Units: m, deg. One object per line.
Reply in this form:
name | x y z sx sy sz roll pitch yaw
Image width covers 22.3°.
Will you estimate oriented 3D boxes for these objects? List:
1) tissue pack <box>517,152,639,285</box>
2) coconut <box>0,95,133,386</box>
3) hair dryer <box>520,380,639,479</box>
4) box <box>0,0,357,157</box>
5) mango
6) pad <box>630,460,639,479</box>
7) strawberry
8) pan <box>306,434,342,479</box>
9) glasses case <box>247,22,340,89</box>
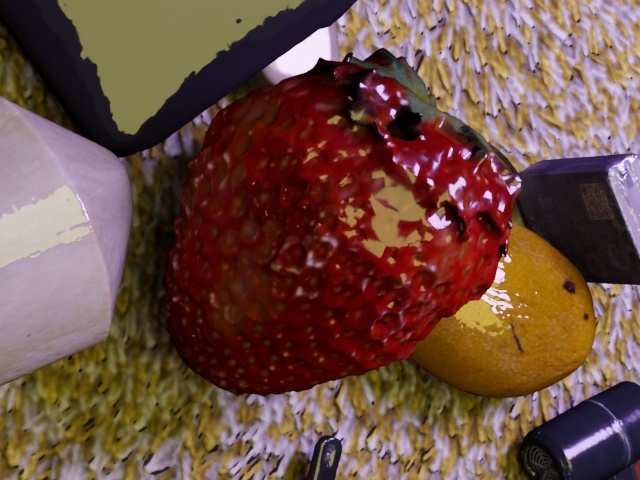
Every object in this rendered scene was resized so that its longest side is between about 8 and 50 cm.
tissue pack | 0.243 -0.018 1.436 0.051 0.156 0.112 -30 102 -22
coconut | -0.236 0.001 1.158 0.222 0.202 0.202 -25 100 -23
hair dryer | 0.271 0.251 1.493 0.124 0.071 0.219 -26 103 -25
box | -0.127 -0.248 1.259 0.290 0.073 0.289 -38 100 -13
mango | 0.126 0.052 1.398 0.262 0.109 0.157 14 86 -25
pad | 0.295 0.273 1.540 0.211 0.003 0.143 -25 100 -27
strawberry | 0.000 0.000 1.236 0.238 0.250 0.288 44 99 14
pan | -0.020 0.278 1.356 0.136 0.028 0.235 17 84 -27
glasses case | -0.036 -0.220 1.353 0.083 0.050 0.196 -9 92 -25
